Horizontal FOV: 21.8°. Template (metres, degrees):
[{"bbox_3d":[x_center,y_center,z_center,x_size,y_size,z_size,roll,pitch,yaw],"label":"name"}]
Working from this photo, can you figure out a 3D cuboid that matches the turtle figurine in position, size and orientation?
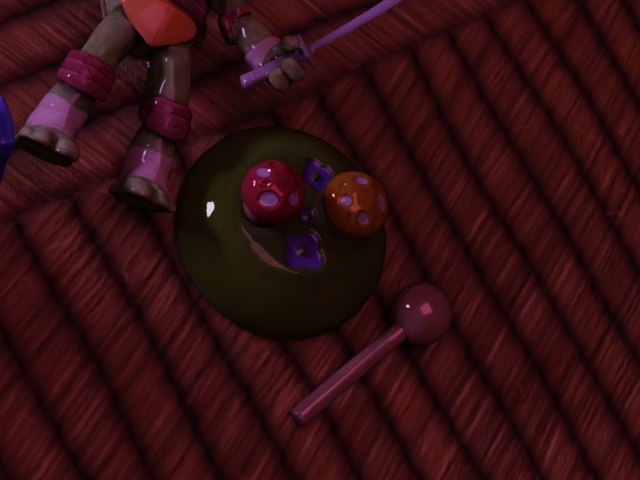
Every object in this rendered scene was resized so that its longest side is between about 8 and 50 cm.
[{"bbox_3d":[-0.105,-0.165,1.272,0.274,0.198,0.266,17,78,29],"label":"turtle figurine"}]

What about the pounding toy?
[{"bbox_3d":[0.000,0.000,1.324,0.183,0.110,0.237,-31,84,-29],"label":"pounding toy"}]

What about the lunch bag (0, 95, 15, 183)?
[{"bbox_3d":[-0.332,-0.019,1.082,0.221,0.293,0.138,-16,77,-27],"label":"lunch bag"}]
